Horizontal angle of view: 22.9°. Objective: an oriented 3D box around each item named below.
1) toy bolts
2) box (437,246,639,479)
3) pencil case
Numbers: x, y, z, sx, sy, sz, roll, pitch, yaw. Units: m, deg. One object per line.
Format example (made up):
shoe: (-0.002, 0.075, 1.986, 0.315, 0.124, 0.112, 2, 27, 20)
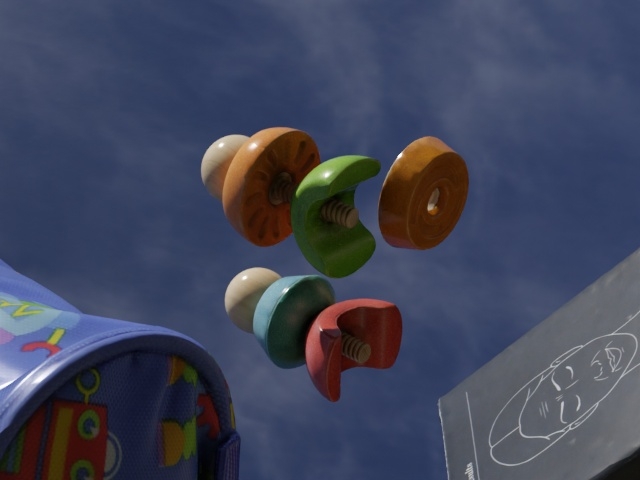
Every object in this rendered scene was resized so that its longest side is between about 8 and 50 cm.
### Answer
toy bolts: (0.000, 0.000, 1.375, 0.218, 0.158, 0.228, -22, -55, -45)
box: (0.331, 0.184, 1.510, 0.395, 0.293, 0.212, -39, -69, 19)
pencil case: (-0.153, 0.049, 0.613, 0.133, 0.306, 0.119, -10, -67, -39)
